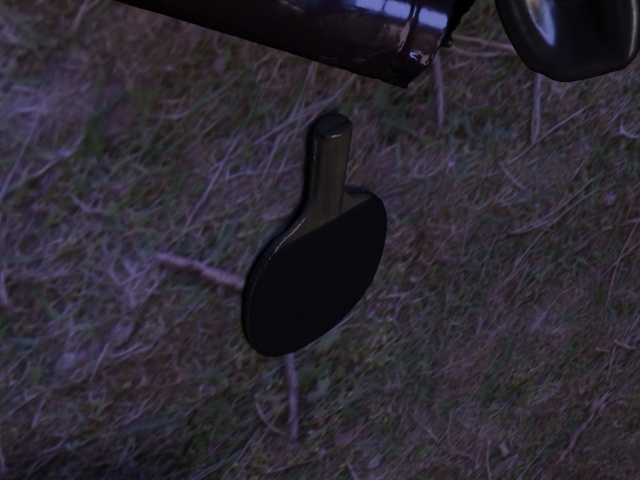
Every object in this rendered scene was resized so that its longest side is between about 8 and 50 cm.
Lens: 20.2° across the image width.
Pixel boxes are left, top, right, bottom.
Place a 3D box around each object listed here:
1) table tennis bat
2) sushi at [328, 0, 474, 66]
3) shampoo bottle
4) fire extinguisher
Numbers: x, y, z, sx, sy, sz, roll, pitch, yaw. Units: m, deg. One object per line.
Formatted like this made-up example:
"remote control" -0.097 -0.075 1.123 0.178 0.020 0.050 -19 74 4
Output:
"table tennis bat" 0.000 0.000 1.375 0.138 0.022 0.246 -30 147 -28
"sushi" 0.035 -0.205 1.062 0.126 0.136 0.225 -48 154 -38
"shampoo bottle" 0.193 -0.209 1.188 0.126 0.084 0.350 70 25 -16
"fire extinguisher" -0.066 -0.142 0.968 0.267 0.072 0.089 15 111 -14
